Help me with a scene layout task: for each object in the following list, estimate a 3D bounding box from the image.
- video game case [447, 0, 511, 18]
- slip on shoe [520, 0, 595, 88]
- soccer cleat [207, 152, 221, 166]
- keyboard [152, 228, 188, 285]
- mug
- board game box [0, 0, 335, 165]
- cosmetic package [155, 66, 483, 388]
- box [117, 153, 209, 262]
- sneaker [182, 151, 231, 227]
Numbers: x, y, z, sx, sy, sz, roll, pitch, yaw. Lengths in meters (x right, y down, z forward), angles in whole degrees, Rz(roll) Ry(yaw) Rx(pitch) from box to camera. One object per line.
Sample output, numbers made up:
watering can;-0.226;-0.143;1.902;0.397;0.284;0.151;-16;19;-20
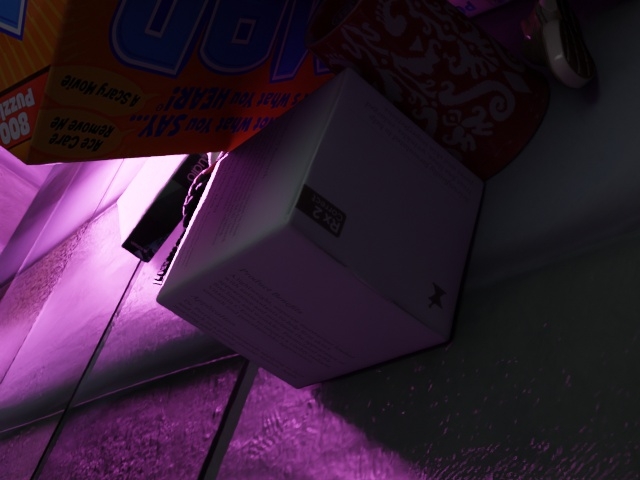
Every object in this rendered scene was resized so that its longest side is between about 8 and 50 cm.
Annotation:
video game case;0.209;-0.364;0.907;0.300;0.036;0.329;-3;54;62
slip on shoe;0.174;-0.147;0.657;0.041;0.051;0.135;-34;27;29
soccer cleat;-0.077;-0.163;1.156;0.196;0.068;0.076;-57;38;-1
keyboard;-0.176;-0.025;1.185;0.192;0.038;0.100;-61;24;-13
mug;0.067;-0.125;0.684;0.150;0.169;0.113;-38;29;34
board game box;-0.163;-0.309;0.718;0.356;0.356;0.356;34;115;25
cosmetic package;0.000;0.000;0.667;0.183;0.151;0.152;-27;35;46
box;-0.205;-0.138;1.372;0.322;0.058;0.232;-53;23;8
sneaker;-0.063;-0.099;0.998;0.276;0.097;0.135;-51;5;32
